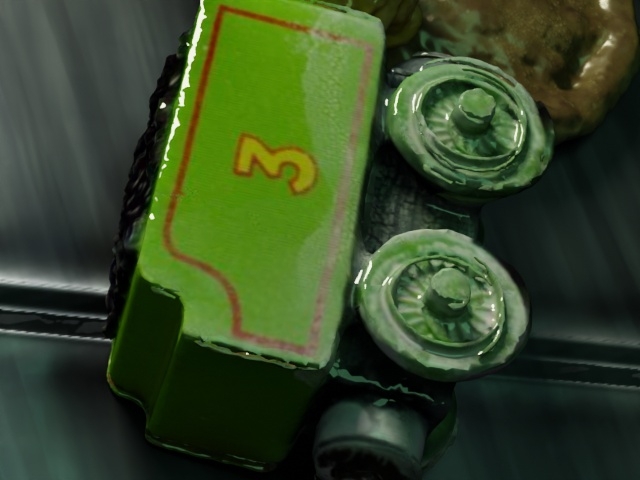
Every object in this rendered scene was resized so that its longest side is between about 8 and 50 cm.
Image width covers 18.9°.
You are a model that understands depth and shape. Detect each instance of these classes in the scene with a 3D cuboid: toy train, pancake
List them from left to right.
[{"bbox_3d":[0.000,0.000,1.182,0.249,0.173,0.307,15,57,-7],"label":"toy train"},{"bbox_3d":[0.136,-0.163,1.407,0.236,0.042,0.222,-8,60,-29],"label":"pancake"}]

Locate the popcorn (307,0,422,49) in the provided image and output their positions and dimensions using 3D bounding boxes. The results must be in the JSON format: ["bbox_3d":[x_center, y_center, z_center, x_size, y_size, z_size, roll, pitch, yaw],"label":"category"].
[{"bbox_3d":[-0.004,-0.206,1.316,0.194,0.140,0.163,28,40,28],"label":"popcorn"}]
